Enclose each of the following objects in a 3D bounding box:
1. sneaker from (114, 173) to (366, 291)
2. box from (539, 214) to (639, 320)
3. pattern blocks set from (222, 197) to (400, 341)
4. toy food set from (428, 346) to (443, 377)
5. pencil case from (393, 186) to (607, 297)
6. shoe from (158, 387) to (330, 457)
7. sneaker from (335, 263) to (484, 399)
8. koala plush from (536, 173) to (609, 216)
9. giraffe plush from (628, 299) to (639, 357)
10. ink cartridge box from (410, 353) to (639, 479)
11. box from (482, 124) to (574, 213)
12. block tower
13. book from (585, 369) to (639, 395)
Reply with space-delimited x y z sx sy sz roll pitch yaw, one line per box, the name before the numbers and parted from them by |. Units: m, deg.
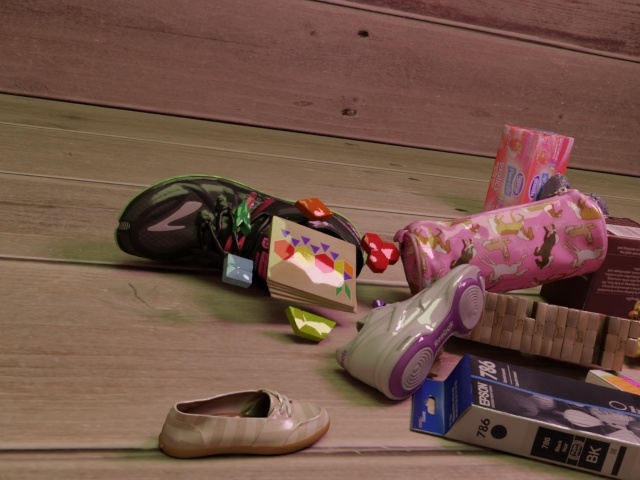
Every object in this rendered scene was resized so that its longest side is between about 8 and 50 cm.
sneaker | -0.135 -0.010 1.363 0.483 0.185 0.202 5 14 -14
box | 0.594 0.062 1.529 0.168 0.203 0.167 6 18 -16
pattern blocks set | -0.011 0.046 1.261 0.325 0.026 0.285 26 47 -16
toy food set | 0.161 0.186 1.194 0.078 0.019 0.122 14 25 11
pencil case | 0.342 0.015 1.408 0.386 0.160 0.167 -13 58 -3
shoe | -0.083 0.216 0.879 0.219 0.058 0.076 1 20 -29
sneaker | 0.146 0.117 1.141 0.152 0.114 0.305 13 36 40
koala plush | 0.706 -0.038 2.029 0.221 0.203 0.196 24 15 -38
giraffe plush | 0.651 0.173 1.321 0.170 0.210 0.181 -13 4 36
ink cartridge box | 0.297 0.240 1.026 0.333 0.065 0.165 11 18 5
box | 0.594 -0.172 2.110 0.154 0.300 0.142 0 20 -32
block tower | 0.363 0.147 1.260 0.335 0.091 0.097 11 -2 9
book | 0.510 0.252 1.164 0.096 0.035 0.144 2 19 -39
